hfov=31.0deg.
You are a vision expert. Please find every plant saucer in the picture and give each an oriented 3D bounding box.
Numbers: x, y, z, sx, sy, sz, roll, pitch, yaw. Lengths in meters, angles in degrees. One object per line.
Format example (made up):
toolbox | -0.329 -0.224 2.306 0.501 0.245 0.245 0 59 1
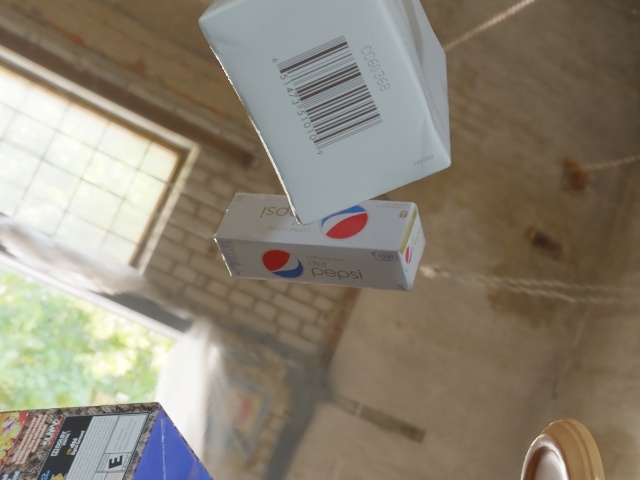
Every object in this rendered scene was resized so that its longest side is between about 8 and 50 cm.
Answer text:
plant saucer | 0.298 0.324 1.452 0.037 0.200 0.200 5 -8 -13

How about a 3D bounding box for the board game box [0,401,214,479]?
board game box | -0.288 0.300 1.149 0.291 0.232 0.141 -6 -48 24

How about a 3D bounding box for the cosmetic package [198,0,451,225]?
cosmetic package | 0.021 -0.199 1.146 0.385 0.156 0.217 -78 144 -68

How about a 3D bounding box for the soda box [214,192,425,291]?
soda box | 0.000 0.000 1.256 0.216 0.074 0.069 4 -41 22
